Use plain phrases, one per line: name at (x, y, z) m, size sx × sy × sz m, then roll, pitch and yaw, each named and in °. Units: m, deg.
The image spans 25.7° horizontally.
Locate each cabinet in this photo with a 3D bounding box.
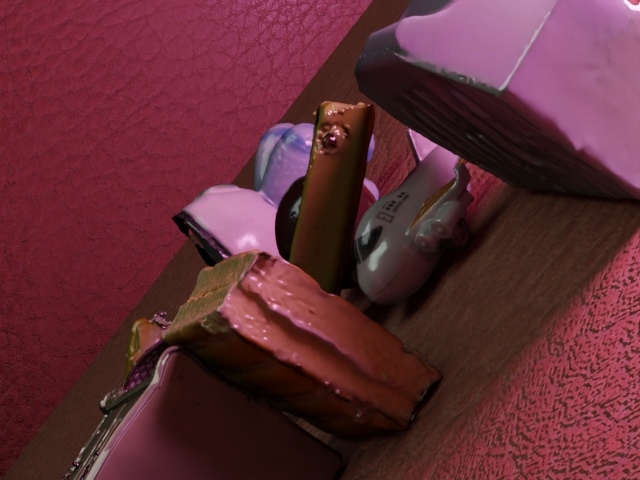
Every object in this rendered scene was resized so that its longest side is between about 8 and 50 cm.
cabinet at (-0.187, 0.313, 1.542) m, size 0.290 × 0.227 × 0.318 m, roll -60°, pitch 12°, yaw -24°

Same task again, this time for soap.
soap at (0.190, -0.170, 1.419) m, size 0.156 × 0.261 × 0.446 m, roll -56°, pitch 12°, yaw -2°

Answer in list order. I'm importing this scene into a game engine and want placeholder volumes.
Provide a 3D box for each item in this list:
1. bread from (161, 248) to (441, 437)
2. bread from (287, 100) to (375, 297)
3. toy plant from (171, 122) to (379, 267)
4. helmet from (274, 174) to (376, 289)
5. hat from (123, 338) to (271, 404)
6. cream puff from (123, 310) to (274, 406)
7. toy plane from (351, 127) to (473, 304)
bread at (-0.021, 0.113, 1.478) m, size 0.111 × 0.239 × 0.246 m, roll -62°, pitch 12°, yaw -15°
bread at (0.000, 0.001, 1.748) m, size 0.138 × 0.077 × 0.361 m, roll -94°, pitch 15°, yaw -83°
toy plant at (-0.039, -0.063, 2.178) m, size 0.332 × 0.247 × 0.247 m, roll -44°, pitch 10°, yaw -10°
helmet at (0.026, -0.003, 1.871) m, size 0.155 × 0.175 × 0.106 m, roll -29°, pitch 33°, yaw -9°
hat at (-0.162, 0.195, 1.788) m, size 0.193 × 0.193 × 0.082 m, roll -53°, pitch 18°, yaw 1°
cream puff at (-0.164, 0.207, 1.912) m, size 0.195 × 0.221 × 0.194 m, roll 8°, pitch -90°, yaw -78°
toy plane at (0.109, -0.029, 1.685) m, size 0.244 × 0.117 × 0.244 m, roll -48°, pitch 12°, yaw 14°
